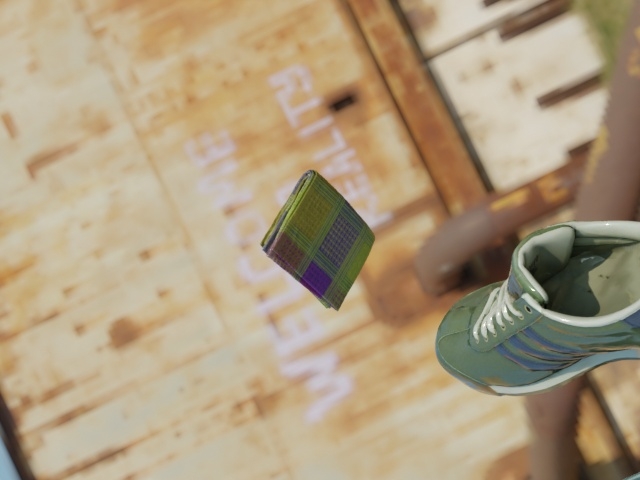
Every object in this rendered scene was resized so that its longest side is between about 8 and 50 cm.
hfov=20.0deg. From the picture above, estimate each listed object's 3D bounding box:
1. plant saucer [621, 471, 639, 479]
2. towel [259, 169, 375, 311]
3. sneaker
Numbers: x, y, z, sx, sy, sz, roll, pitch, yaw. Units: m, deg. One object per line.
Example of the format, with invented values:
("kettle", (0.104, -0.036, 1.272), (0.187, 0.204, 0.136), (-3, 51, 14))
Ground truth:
("plant saucer", (0.173, 0.129, 0.819), (0.192, 0.067, 0.018), (-136, 24, -84))
("towel", (0.000, 0.000, 1.089), (0.009, 0.060, 0.083), (17, 163, 42))
("sneaker", (0.111, 0.023, 0.833), (0.086, 0.192, 0.064), (36, -119, -34))
